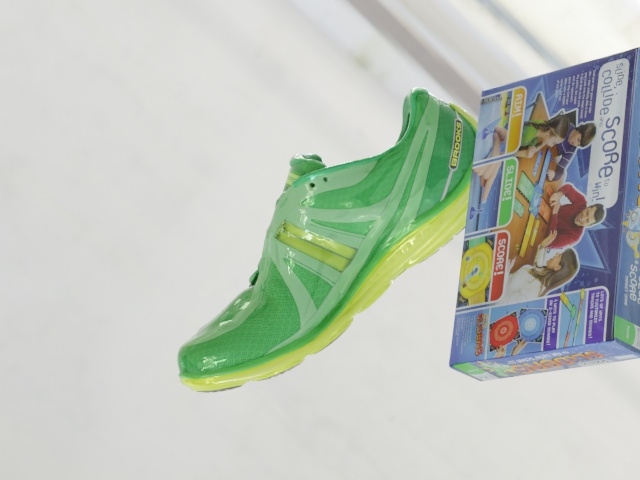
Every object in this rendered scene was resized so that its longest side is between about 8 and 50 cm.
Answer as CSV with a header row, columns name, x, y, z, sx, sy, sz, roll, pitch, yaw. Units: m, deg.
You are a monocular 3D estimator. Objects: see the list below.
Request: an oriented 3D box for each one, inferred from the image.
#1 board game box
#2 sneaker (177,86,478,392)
name,x,y,z,sx,sy,sz,roll,pitch,yaw
board game box,0.154,-0.015,1.279,0.035,0.136,0.201,26,-116,-39
sneaker,0.000,0.000,1.478,0.123,0.295,0.109,49,176,-5
